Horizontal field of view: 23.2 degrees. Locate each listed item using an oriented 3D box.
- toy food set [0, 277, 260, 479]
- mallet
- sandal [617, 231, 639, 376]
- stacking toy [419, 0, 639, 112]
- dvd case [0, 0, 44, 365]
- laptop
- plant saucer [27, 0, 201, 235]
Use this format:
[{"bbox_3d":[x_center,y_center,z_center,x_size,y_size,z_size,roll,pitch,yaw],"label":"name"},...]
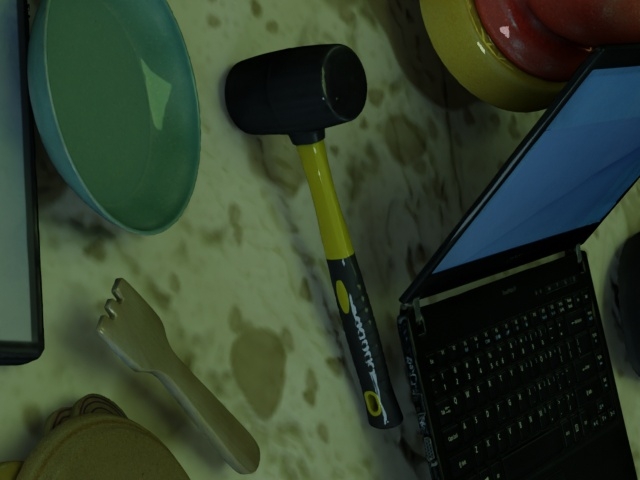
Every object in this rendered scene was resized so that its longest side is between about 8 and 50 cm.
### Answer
[{"bbox_3d":[-0.088,0.125,0.595,0.132,0.038,0.192,55,38,-35],"label":"toy food set"},{"bbox_3d":[0.000,0.000,0.736,0.039,0.062,0.190,-32,120,-48],"label":"mallet"},{"bbox_3d":[0.267,0.027,1.023,0.254,0.054,0.097,-15,92,-51],"label":"sandal"},{"bbox_3d":[0.134,-0.258,0.819,0.279,0.130,0.309,-41,104,-31],"label":"stacking toy"},{"bbox_3d":[-0.198,-0.050,0.516,0.253,0.022,0.180,7,75,-50],"label":"dvd case"},{"bbox_3d":[0.153,0.043,0.799,0.234,0.136,0.264,-13,90,-58],"label":"laptop"},{"bbox_3d":[-0.086,-0.059,0.635,0.119,0.021,0.119,-9,90,-66],"label":"plant saucer"}]
